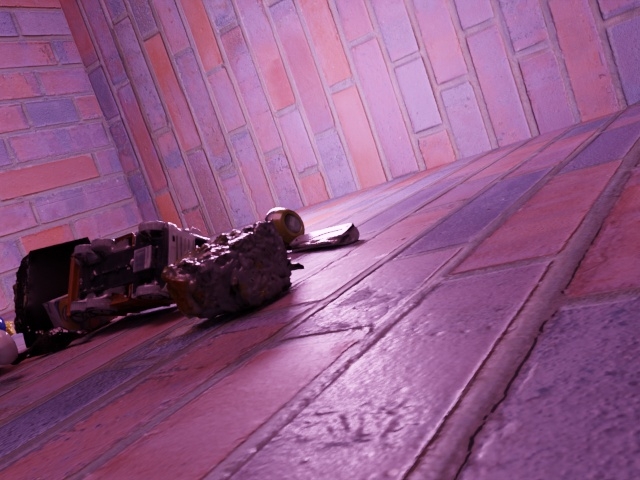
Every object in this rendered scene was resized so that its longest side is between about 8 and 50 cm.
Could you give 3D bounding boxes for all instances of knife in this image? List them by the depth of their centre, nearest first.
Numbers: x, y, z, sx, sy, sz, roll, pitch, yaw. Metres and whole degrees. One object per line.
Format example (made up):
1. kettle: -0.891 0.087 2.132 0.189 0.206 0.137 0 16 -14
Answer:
1. knife: 0.002 -0.002 1.628 0.073 0.040 0.265 -35 14 -32

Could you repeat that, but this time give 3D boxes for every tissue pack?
1. tissue pack: -0.593 0.175 1.580 0.060 0.108 0.148 -18 7 38

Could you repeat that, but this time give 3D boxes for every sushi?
1. sushi: -0.155 0.053 1.193 0.184 0.139 0.274 -11 16 39
2. sushi: -0.709 0.144 1.681 0.215 0.227 0.212 -18 -3 -45

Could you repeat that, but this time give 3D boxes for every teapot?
1. teapot: -0.117 -0.012 1.783 0.119 0.130 0.165 -33 28 42

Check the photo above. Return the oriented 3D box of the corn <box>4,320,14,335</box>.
1. corn: -1.099 0.315 2.069 0.206 0.067 0.067 -18 6 -8

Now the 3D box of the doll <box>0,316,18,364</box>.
1. doll: -0.818 0.239 1.366 0.376 0.187 0.365 -2 10 -13

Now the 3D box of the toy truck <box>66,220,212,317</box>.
1. toy truck: -0.410 0.082 1.476 0.388 0.173 0.207 -14 -20 37

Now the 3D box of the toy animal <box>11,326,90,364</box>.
1. toy animal: -0.604 0.229 1.450 0.202 0.070 0.105 -15 21 16
